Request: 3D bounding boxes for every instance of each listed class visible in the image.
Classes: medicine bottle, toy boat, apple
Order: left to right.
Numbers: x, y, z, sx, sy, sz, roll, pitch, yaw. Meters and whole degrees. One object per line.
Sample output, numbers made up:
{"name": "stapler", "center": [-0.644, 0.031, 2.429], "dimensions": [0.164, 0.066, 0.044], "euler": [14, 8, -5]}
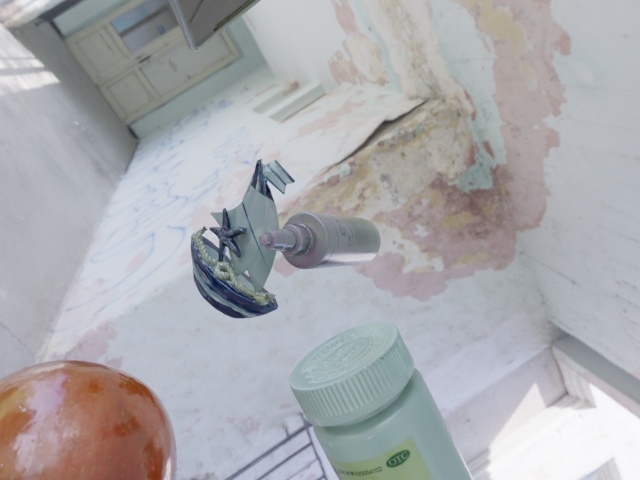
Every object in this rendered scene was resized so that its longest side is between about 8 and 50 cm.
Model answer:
{"name": "apple", "center": [-0.289, 0.251, 0.517], "dimensions": [0.251, 0.271, 0.207], "euler": [26, 48, -37]}
{"name": "toy boat", "center": [-0.151, -0.005, 0.830], "dimensions": [0.209, 0.292, 0.070], "euler": [13, 14, 28]}
{"name": "medicine bottle", "center": [0.000, 0.000, 0.476], "dimensions": [0.058, 0.057, 0.199], "euler": [56, 24, 18]}
{"name": "medicine bottle", "center": [0.098, 0.281, 0.607], "dimensions": [0.318, 0.158, 0.158], "euler": [62, -4, -7]}

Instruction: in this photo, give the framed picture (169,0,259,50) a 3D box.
{"name": "framed picture", "center": [-0.131, -0.434, 0.707], "dimensions": [0.023, 0.260, 0.189], "euler": [36, -18, 21]}
